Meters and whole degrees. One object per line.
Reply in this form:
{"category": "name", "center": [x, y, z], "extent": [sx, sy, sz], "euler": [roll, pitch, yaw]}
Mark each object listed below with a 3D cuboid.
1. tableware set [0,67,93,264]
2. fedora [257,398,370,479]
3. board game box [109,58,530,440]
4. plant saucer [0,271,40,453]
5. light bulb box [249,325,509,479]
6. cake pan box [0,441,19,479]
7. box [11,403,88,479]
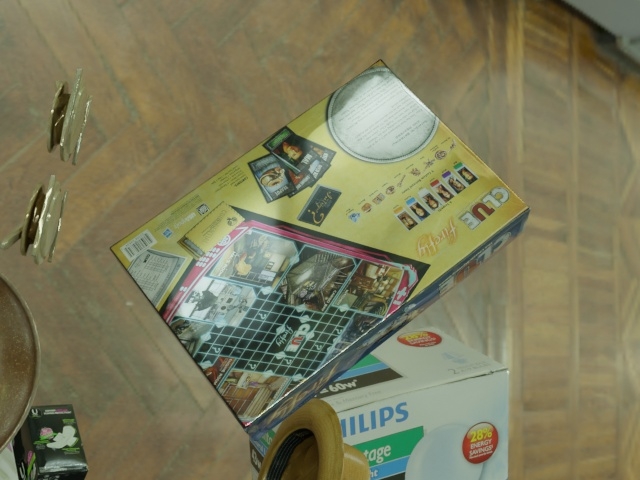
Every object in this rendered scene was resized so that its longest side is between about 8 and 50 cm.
{"category": "tableware set", "center": [-0.274, -0.073, 0.932], "extent": [0.039, 0.128, 0.194], "euler": [13, 83, -8]}
{"category": "fedora", "center": [-0.003, 0.262, 0.972], "extent": [0.079, 0.194, 0.194], "euler": [19, 71, -22]}
{"category": "board game box", "center": [0.000, 0.000, 0.652], "extent": [0.243, 0.165, 0.042], "euler": [-36, 158, -12]}
{"category": "plant saucer", "center": [-0.314, 0.095, 0.698], "extent": [0.198, 0.036, 0.199], "euler": [-4, 98, -33]}
{"category": "light bulb box", "center": [0.090, 0.363, 1.450], "extent": [0.357, 0.225, 0.361], "euler": [-10, 106, -25]}
{"category": "cake pan box", "center": [-0.376, 0.327, 1.105], "extent": [0.246, 0.070, 0.267], "euler": [65, 7, -50]}
{"category": "box", "center": [-0.272, 0.215, 0.931], "extent": [0.052, 0.062, 0.083], "euler": [4, 41, -32]}
